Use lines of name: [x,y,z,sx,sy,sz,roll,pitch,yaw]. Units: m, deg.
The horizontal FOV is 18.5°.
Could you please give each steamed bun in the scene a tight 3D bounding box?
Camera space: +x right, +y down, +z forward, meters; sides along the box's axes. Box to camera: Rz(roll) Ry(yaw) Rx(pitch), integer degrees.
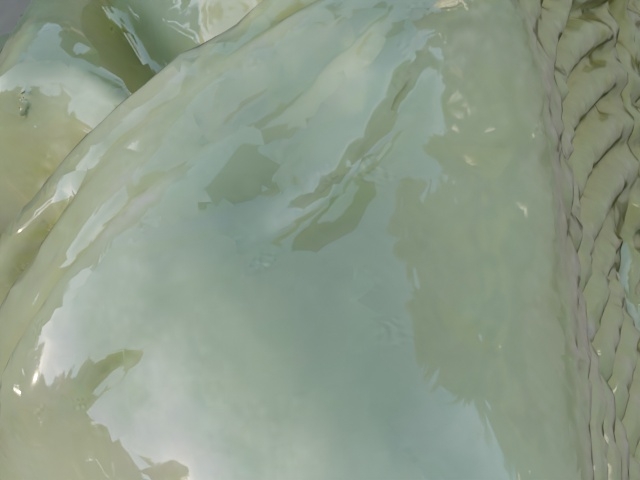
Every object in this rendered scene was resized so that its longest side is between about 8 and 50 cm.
steamed bun: [0.000,0.000,0.578,0.206,0.320,0.275,-8,95,17]
